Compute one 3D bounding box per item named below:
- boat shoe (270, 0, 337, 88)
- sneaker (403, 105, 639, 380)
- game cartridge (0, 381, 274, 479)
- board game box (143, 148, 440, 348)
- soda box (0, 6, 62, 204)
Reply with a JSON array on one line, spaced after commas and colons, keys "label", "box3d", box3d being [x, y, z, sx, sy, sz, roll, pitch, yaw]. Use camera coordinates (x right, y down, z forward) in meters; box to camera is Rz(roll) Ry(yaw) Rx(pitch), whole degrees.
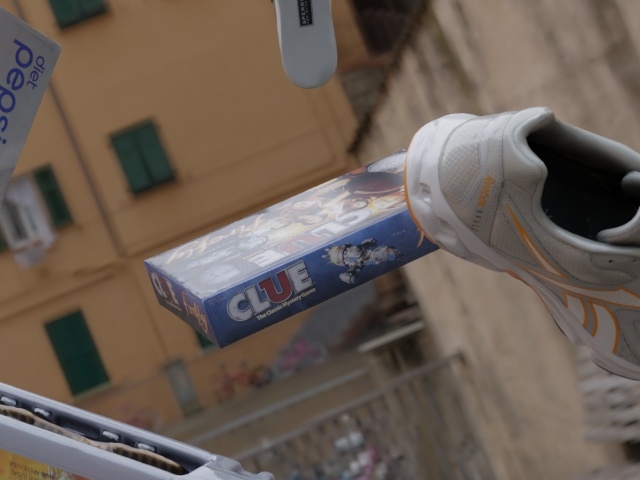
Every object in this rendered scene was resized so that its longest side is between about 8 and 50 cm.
[{"label": "boat shoe", "box3d": [-0.021, -0.269, 1.756, 0.078, 0.219, 0.070, -2, 17, -8]}, {"label": "sneaker", "box3d": [0.177, 0.007, 0.982, 0.262, 0.099, 0.121, 28, -20, -23]}, {"label": "game cartridge", "box3d": [-0.158, 0.194, 0.996, 0.297, 0.198, 0.062, 14, 13, 24]}, {"label": "board game box", "box3d": [0.000, 0.000, 1.318, 0.243, 0.042, 0.165, -24, 17, -16]}, {"label": "soda box", "box3d": [-0.355, -0.082, 1.624, 0.091, 0.286, 0.098, 7, -18, 42]}]
